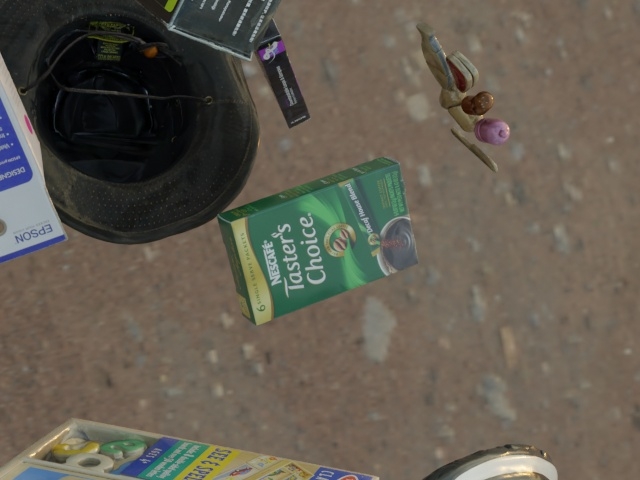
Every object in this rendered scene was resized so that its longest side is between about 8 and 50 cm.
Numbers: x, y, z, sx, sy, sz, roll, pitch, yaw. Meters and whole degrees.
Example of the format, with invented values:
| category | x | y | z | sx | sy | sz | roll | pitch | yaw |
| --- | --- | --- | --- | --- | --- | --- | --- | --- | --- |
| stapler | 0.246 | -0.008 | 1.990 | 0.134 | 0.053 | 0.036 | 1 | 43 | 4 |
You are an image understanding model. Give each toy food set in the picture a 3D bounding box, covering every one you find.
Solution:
| category | x | y | z | sx | sy | sz | roll | pitch | yaw |
| --- | --- | --- | --- | --- | --- | --- | --- | --- | --- |
| toy food set | 0.110 | -0.105 | 1.151 | 0.019 | 0.078 | 0.122 | -36 | 145 | -10 |

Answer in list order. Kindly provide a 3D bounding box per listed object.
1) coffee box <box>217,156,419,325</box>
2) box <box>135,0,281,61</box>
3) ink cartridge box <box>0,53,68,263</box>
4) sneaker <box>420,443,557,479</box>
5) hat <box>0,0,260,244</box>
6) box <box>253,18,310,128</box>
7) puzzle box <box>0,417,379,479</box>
| category | x | y | z | sx | sy | sz | roll | pitch | yaw |
| --- | --- | --- | --- | --- | --- | --- | --- | --- | --- |
| coffee box | 0.000 | 0.000 | 1.515 | 0.184 | 0.040 | 0.113 | -19 | 111 | -19 |
| box | -0.038 | -0.188 | 0.596 | 0.045 | 0.184 | 0.191 | 17 | 106 | -39 |
| ink cartridge box | -0.381 | -0.143 | 1.451 | 0.069 | 0.175 | 0.371 | -101 | 172 | -71 |
| sneaker | 0.213 | 0.350 | 1.431 | 0.447 | 0.169 | 0.257 | 34 | 23 | -57 |
| hat | -0.227 | -0.124 | 1.643 | 0.331 | 0.134 | 0.331 | 9 | 60 | -17 |
| box | -0.054 | -0.194 | 1.512 | 0.162 | 0.029 | 0.116 | 71 | -5 | -64 |
| puzzle box | -0.144 | 0.231 | 1.068 | 0.409 | 0.272 | 0.052 | -36 | 133 | -68 |
